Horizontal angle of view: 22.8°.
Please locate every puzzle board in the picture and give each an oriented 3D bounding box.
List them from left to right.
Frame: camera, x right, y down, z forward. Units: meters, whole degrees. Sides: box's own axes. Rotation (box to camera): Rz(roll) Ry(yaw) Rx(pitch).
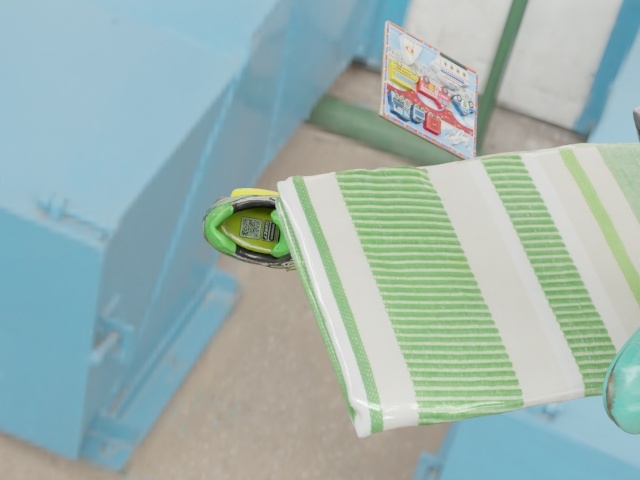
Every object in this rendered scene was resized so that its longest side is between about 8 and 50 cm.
[{"bbox_3d":[0.102,-0.135,1.454,0.128,0.011,0.096,24,62,-40],"label":"puzzle board"}]

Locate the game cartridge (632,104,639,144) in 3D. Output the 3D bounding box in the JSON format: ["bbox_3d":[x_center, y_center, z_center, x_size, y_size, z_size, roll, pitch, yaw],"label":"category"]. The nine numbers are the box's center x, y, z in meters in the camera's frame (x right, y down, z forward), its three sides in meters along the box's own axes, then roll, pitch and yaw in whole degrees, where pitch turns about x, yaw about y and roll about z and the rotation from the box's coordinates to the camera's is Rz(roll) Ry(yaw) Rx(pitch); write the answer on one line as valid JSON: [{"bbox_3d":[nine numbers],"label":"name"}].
[{"bbox_3d":[0.204,-0.056,0.880,0.056,0.083,0.017,-32,43,-8],"label":"game cartridge"}]

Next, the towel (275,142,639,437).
[{"bbox_3d":[0.148,0.028,1.226,0.325,0.038,0.248,-7,50,-16],"label":"towel"}]

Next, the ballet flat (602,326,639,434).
[{"bbox_3d":[0.293,0.065,1.084,0.087,0.083,0.247,9,25,44],"label":"ballet flat"}]

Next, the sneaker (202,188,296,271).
[{"bbox_3d":[0.000,0.000,2.220,0.344,0.134,0.146,1,8,6],"label":"sneaker"}]
